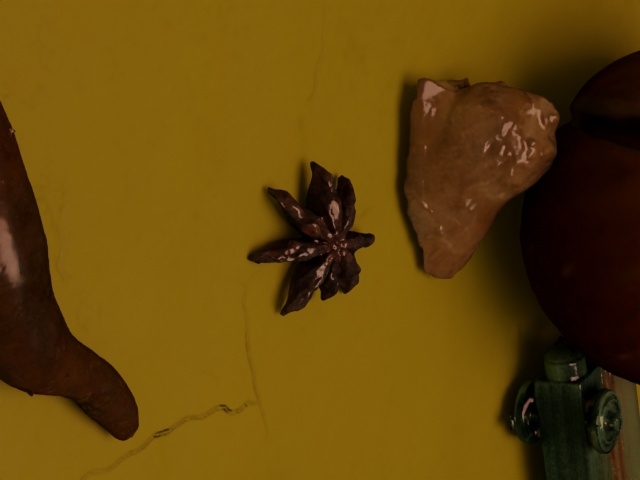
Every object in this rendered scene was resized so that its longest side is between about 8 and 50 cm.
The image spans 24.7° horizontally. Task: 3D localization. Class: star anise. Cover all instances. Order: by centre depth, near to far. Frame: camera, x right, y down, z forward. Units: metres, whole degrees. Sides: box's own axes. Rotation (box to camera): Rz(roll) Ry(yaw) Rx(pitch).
[{"bbox_3d":[0.000,-0.001,1.269,0.141,0.042,0.141,-5,97,-46],"label":"star anise"}]

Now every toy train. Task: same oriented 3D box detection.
[{"bbox_3d":[0.291,0.231,1.550,0.177,0.116,0.285,-33,117,-51],"label":"toy train"}]

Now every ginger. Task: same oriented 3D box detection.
[{"bbox_3d":[0.157,-0.055,1.374,0.115,0.122,0.193,-22,117,-61],"label":"ginger"}]

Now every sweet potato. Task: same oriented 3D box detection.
[{"bbox_3d":[-0.212,0.029,1.035,0.108,0.079,0.346,-50,131,-44],"label":"sweet potato"}]

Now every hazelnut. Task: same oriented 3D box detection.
[{"bbox_3d":[0.387,-0.038,1.442,0.409,0.359,0.359,-28,116,-62],"label":"hazelnut"}]
